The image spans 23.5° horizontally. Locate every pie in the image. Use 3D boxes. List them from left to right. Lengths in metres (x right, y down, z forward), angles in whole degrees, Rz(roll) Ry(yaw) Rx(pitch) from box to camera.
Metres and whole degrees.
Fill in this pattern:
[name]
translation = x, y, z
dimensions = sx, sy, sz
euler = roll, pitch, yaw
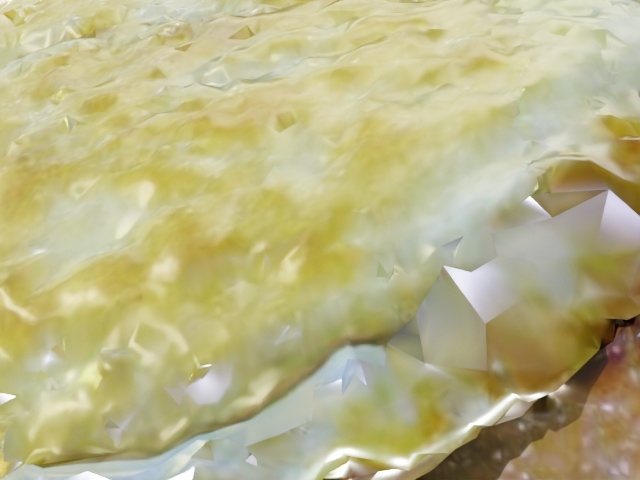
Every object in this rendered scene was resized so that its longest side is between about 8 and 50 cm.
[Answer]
[pie]
translation = -0.014, -0.009, 0.524
dimensions = 0.395, 0.418, 0.180
euler = -16, -57, 6
